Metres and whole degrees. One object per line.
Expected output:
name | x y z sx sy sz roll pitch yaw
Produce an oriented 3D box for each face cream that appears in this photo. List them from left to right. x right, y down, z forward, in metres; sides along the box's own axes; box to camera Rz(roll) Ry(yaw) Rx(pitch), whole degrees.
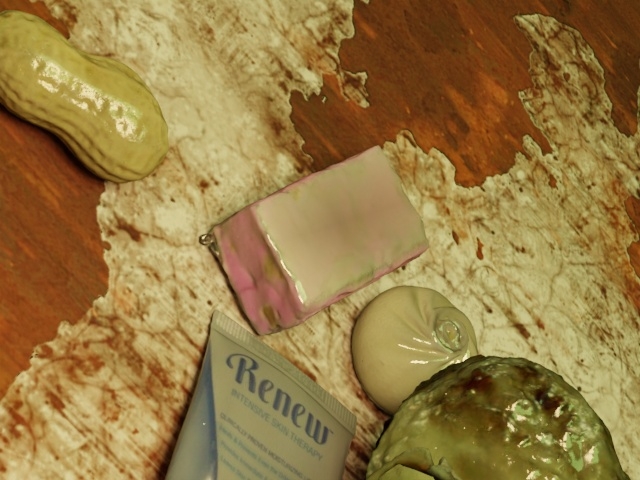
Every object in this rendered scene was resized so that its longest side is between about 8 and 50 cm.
face cream | -0.079 0.288 1.859 0.235 0.137 0.420 38 39 -20

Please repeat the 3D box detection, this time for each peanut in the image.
peanut | -0.279 -0.167 1.875 0.256 0.123 0.123 38 50 -17

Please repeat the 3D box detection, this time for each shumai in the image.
shumai | 0.133 0.343 1.809 0.348 0.395 0.395 -11 78 -48

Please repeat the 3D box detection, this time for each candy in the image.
candy | 0.000 0.000 2.039 0.265 0.116 0.155 -27 86 -46

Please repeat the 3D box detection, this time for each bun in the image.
bun | 0.129 0.136 2.082 0.173 0.120 0.173 16 61 -32
